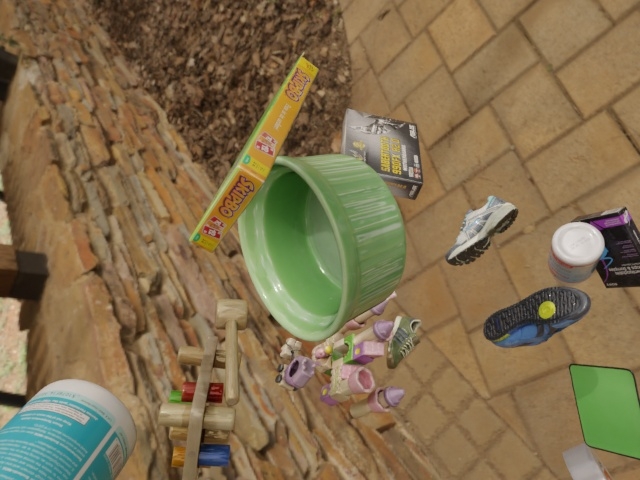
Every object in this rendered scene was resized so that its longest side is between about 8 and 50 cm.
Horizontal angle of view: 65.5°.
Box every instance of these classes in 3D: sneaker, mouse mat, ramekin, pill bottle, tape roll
[{"bbox_3d":[0.261,0.308,1.523,0.086,0.064,0.192,-2,41,25],"label":"sneaker"},{"bbox_3d":[0.613,0.361,1.060,0.152,0.007,0.190,-17,81,63],"label":"mouse mat"},{"bbox_3d":[0.523,-0.032,1.675,0.283,0.110,0.122,-43,50,7],"label":"sneaker"},{"bbox_3d":[0.000,0.000,0.831,0.303,0.148,0.303,28,126,46],"label":"ramekin"},{"bbox_3d":[0.492,0.034,0.969,0.087,0.160,0.087,-8,64,17],"label":"pill bottle"},{"bbox_3d":[0.391,0.142,0.878,0.209,0.082,0.069,-40,32,48],"label":"sneaker"},{"bbox_3d":[0.726,0.645,1.294,0.072,0.219,0.219,-33,57,18],"label":"tape roll"},{"bbox_3d":[-0.327,0.286,0.541,0.146,0.146,0.264,-55,5,23],"label":"pill bottle"}]

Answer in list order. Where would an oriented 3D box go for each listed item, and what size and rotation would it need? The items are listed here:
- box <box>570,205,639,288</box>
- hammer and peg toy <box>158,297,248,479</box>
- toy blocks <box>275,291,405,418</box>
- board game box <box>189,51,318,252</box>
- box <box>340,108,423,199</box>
[{"bbox_3d":[0.581,0.018,0.978,0.162,0.029,0.116,59,161,-3],"label":"box"},{"bbox_3d":[-0.218,0.297,0.902,0.266,0.127,0.361,-107,26,-70],"label":"hammer and peg toy"},{"bbox_3d":[0.094,0.280,1.329,0.260,0.309,0.289,-37,32,38],"label":"toy blocks"},{"bbox_3d":[-0.067,-0.112,0.566,0.124,0.039,0.259,-45,22,41],"label":"board game box"},{"bbox_3d":[0.139,-0.207,1.162,0.056,0.183,0.231,108,171,-46],"label":"box"}]
